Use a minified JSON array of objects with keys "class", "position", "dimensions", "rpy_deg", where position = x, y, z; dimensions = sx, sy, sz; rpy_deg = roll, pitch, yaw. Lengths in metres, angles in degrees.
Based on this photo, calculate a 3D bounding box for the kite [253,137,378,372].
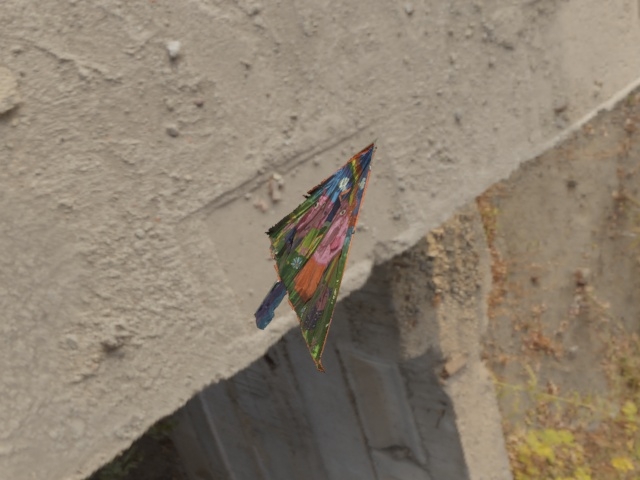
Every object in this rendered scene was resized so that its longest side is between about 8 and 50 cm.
[{"class":"kite","position":[0.000,0.000,0.779],"dimensions":[0.016,0.321,0.234],"rpy_deg":[29,103,-22]}]
